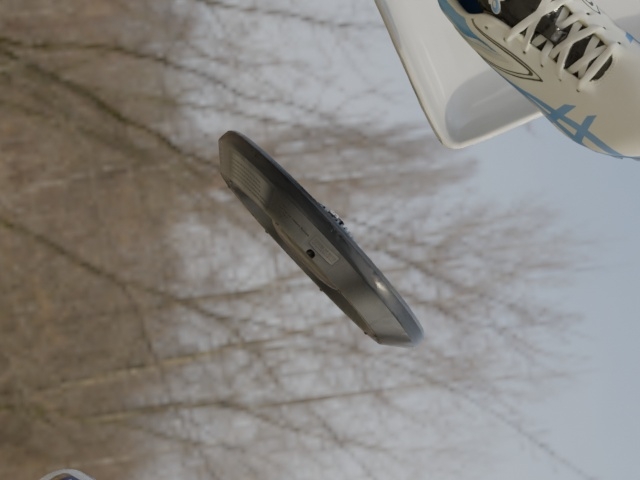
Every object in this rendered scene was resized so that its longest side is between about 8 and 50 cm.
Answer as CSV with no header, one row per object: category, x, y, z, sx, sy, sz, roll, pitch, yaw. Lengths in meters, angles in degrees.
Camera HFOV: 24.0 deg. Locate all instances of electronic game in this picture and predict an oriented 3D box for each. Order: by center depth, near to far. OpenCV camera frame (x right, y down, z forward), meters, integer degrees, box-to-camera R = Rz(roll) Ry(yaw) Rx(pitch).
electronic game,0.000,0.000,1.205,0.229,0.048,0.229,46,-4,4

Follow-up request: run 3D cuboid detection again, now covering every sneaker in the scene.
sneaker,0.152,-0.135,1.003,0.237,0.085,0.086,46,11,34

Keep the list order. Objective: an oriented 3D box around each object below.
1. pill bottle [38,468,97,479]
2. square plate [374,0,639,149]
pill bottle,-0.131,0.193,0.937,0.120,0.067,0.067,20,-59,40
square plate,0.165,-0.268,1.186,0.344,0.347,0.049,65,-20,10
